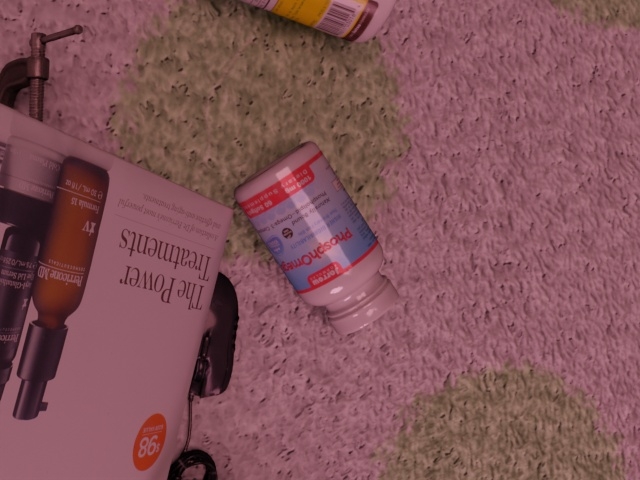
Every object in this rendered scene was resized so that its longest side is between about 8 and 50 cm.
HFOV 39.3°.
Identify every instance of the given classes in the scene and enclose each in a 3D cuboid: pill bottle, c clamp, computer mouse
[{"bbox_3d":[-0.037,-0.258,0.772,0.214,0.117,0.117,17,84,-16],"label":"pill bottle"},{"bbox_3d":[-0.233,-0.085,0.703,0.022,0.137,0.161,3,94,-43],"label":"c clamp"},{"bbox_3d":[0.000,0.000,0.792,0.087,0.087,0.160,-36,99,-15],"label":"pill bottle"},{"bbox_3d":[-0.112,0.145,0.779,0.071,0.041,0.242,7,87,-18],"label":"computer mouse"}]

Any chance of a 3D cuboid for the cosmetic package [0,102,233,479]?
[{"bbox_3d":[-0.211,0.068,0.594,0.097,0.377,0.285,13,85,24],"label":"cosmetic package"}]
